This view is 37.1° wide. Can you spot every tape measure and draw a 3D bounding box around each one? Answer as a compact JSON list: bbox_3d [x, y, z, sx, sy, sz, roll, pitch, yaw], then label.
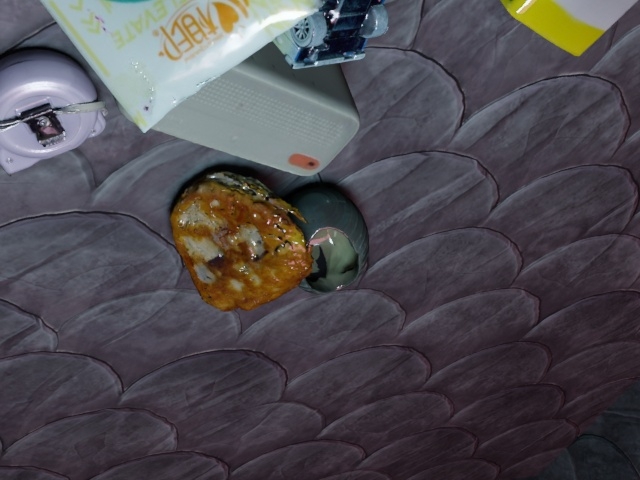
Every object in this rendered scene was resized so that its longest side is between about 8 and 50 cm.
[{"bbox_3d":[-0.431,-0.194,1.440,0.196,0.105,0.178,-24,144,4],"label":"tape measure"}]

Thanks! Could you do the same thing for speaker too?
[{"bbox_3d":[-0.134,-0.245,1.465,0.406,0.184,0.183,15,129,-40],"label":"speaker"}]

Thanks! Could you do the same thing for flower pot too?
[{"bbox_3d":[0.000,0.000,1.874,0.189,0.157,0.243,-17,145,-5],"label":"flower pot"}]

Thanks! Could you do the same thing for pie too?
[{"bbox_3d":[-0.150,-0.002,1.757,0.308,0.085,0.308,13,128,17],"label":"pie"}]

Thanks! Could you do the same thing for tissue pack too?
[{"bbox_3d":[-0.215,-0.368,1.134,0.287,0.162,0.388,-31,108,18],"label":"tissue pack"}]

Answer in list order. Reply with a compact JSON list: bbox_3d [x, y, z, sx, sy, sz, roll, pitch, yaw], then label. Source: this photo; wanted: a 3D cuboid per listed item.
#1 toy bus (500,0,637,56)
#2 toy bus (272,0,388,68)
[{"bbox_3d":[0.441,-0.506,1.384,0.209,0.249,0.440,18,128,-42],"label":"toy bus"},{"bbox_3d":[0.019,-0.412,1.324,0.152,0.190,0.312,-16,147,-36],"label":"toy bus"}]
